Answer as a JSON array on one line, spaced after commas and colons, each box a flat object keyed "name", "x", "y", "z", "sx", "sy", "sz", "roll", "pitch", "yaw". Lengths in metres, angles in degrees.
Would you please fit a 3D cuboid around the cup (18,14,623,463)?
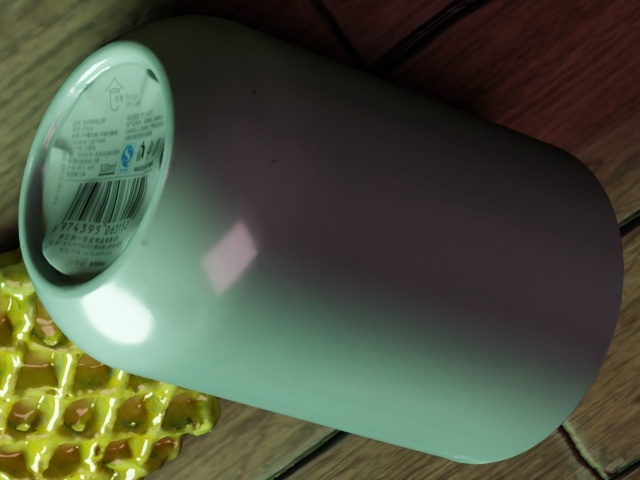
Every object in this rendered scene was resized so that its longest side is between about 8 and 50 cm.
[{"name": "cup", "x": 0.000, "y": 0.000, "z": 0.973, "sx": 0.312, "sy": 0.205, "sz": 0.205, "roll": 19, "pitch": 116, "yaw": -39}]

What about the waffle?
[{"name": "waffle", "x": -0.182, "y": 0.108, "z": 1.068, "sx": 0.249, "sy": 0.056, "sz": 0.253, "roll": -42, "pitch": 138, "yaw": 8}]
